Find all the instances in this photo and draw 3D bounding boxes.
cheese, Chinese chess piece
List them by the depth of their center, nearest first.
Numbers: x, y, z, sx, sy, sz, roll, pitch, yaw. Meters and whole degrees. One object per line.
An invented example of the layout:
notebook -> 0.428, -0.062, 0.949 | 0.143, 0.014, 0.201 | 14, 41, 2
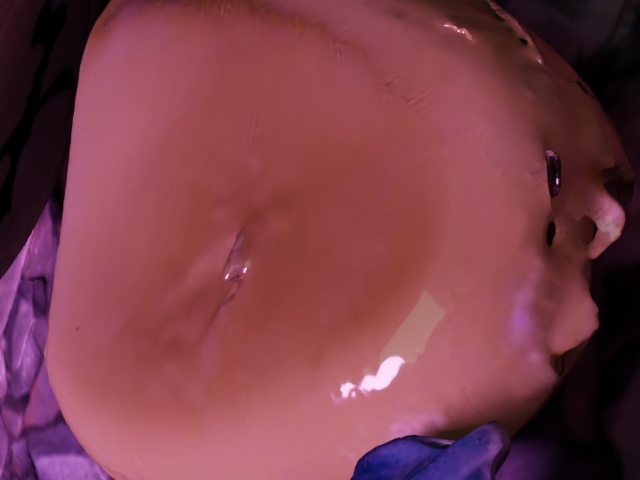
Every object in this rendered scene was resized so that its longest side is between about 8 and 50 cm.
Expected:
cheese -> 0.000, 0.000, 0.817 | 0.316, 0.128, 0.259 | 10, 96, 48
Chinese chess piece -> -0.184, -0.080, 0.973 | 0.092, 0.238, 0.237 | 18, 107, 8

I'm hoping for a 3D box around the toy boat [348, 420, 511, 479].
toy boat -> 0.038, 0.164, 0.738 | 0.129, 0.142, 0.309 | 50, 154, 31
